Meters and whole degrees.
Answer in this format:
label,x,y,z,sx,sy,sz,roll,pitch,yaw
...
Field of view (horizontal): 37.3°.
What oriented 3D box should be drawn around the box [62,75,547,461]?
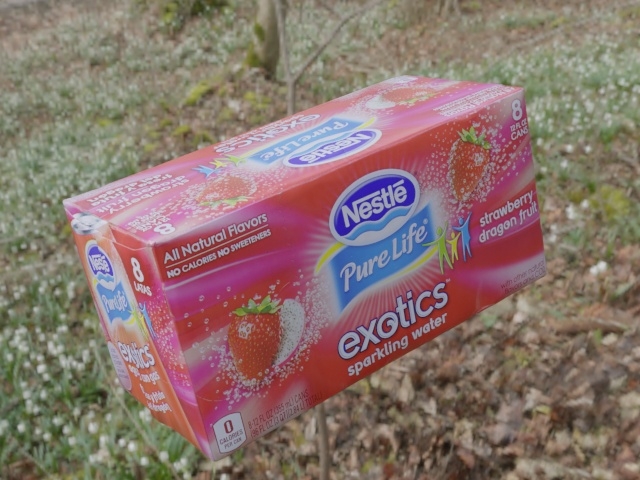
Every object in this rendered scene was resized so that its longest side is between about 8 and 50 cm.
label,x,y,z,sx,sy,sz,roll,pitch,yaw
box,0.000,0.000,0.560,0.256,0.128,0.122,-24,24,-29
